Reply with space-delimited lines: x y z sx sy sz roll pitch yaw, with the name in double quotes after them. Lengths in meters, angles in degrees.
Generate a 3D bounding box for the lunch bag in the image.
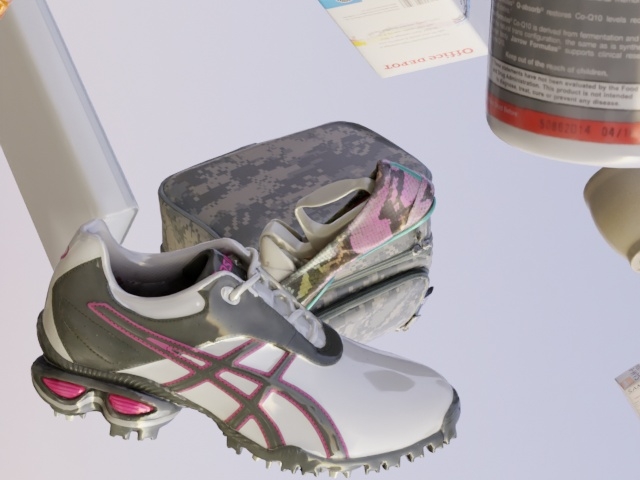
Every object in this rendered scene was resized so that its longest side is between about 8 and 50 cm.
-0.020 0.032 2.112 0.212 0.305 0.256 36 -42 40 "lunch bag"

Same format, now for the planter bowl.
0.404 -0.026 2.172 0.162 0.162 0.109 110 -27 -59 "planter bowl"

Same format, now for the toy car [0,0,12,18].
-0.206 -0.196 1.252 0.060 0.040 0.122 63 28 -15 "toy car"

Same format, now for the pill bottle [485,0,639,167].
0.248 -0.258 1.497 0.210 0.210 0.363 -129 -142 -65 "pill bottle"

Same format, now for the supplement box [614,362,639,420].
0.373 0.191 2.040 0.098 0.036 0.062 58 2 -8 "supplement box"

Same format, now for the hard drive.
-0.285 -0.140 1.810 0.353 0.047 0.233 65 -23 13 "hard drive"

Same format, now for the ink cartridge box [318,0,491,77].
0.112 -0.357 2.442 0.232 0.171 0.168 47 41 -52 "ink cartridge box"

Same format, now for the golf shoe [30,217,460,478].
-0.039 0.069 1.127 0.105 0.273 0.120 -93 -165 -64 "golf shoe"

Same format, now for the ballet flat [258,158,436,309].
0.000 0.000 1.535 0.221 0.079 0.077 -39 -158 32 "ballet flat"
